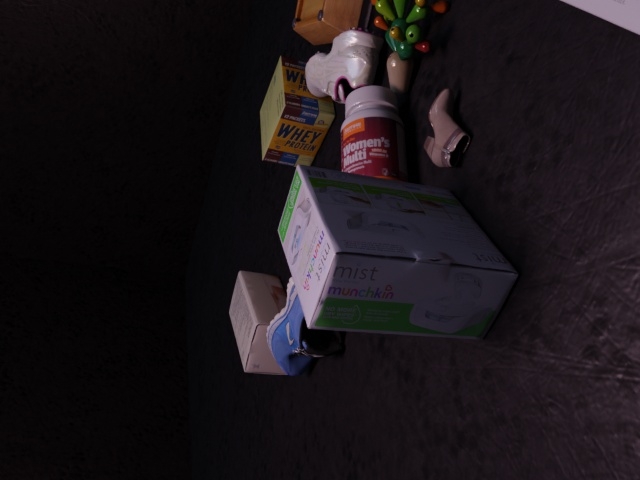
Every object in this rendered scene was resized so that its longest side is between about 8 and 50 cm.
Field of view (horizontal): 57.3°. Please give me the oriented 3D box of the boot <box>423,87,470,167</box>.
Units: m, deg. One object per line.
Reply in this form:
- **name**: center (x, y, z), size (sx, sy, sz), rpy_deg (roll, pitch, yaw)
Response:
- **boot**: center (0.205, -0.174, 0.925), size (0.087, 0.042, 0.118), rpy_deg (47, 127, 57)

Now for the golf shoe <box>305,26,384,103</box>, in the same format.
- **golf shoe**: center (0.039, -0.365, 1.334), size (0.306, 0.115, 0.140), rpy_deg (167, 107, -69)

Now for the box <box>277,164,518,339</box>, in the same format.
- **box**: center (0.096, 0.012, 0.821), size (0.231, 0.261, 0.127), rpy_deg (-113, 36, -52)

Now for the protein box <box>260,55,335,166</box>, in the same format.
- **protein box**: center (-0.067, -0.338, 1.564), size (0.201, 0.136, 0.200), rpy_deg (121, 150, -48)

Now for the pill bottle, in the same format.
- **pill bottle**: center (0.098, -0.165, 1.081), size (0.121, 0.121, 0.221), rpy_deg (137, 136, -60)

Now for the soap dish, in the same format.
- **soap dish**: center (0.032, -0.604, 1.425), size (0.291, 0.118, 0.229), rpy_deg (-143, 63, -66)

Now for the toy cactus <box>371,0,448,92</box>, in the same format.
- **toy cactus**: center (0.155, -0.365, 1.073), size (0.219, 0.112, 0.181), rpy_deg (-121, 24, -56)

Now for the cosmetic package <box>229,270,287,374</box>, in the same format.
- **cosmetic package**: center (-0.158, 0.219, 1.612), size (0.296, 0.129, 0.153), rpy_deg (-121, 44, -60)

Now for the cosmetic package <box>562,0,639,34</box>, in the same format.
- **cosmetic package**: center (0.366, -0.280, 0.450), size (0.377, 0.097, 0.284), rpy_deg (-112, 38, -53)

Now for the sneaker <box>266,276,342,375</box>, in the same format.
- **sneaker**: center (-0.033, 0.208, 1.275), size (0.330, 0.129, 0.147), rpy_deg (106, 153, -44)
